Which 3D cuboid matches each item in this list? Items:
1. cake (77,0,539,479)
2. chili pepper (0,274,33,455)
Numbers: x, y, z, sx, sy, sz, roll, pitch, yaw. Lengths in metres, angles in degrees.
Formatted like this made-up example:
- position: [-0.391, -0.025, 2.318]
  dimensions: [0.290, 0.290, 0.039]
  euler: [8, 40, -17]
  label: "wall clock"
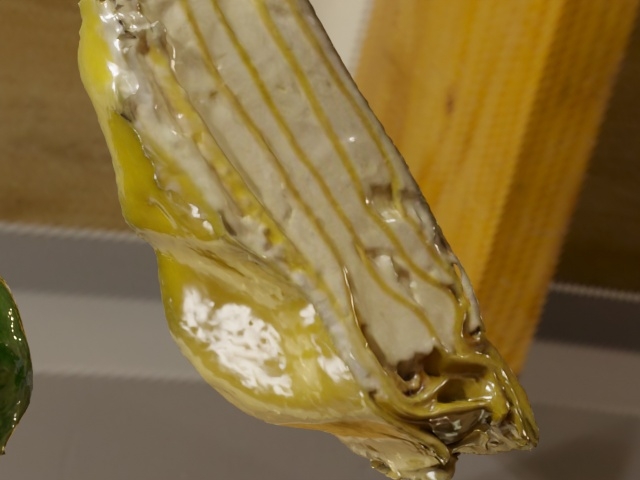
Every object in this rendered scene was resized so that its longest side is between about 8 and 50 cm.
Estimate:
- position: [-0.004, 0.002, 0.556]
  dimensions: [0.080, 0.116, 0.185]
  euler: [-26, -55, -31]
  label: "cake"
- position: [-0.185, 0.022, 0.570]
  dimensions: [0.136, 0.099, 0.270]
  euler: [-7, -26, 33]
  label: "chili pepper"
